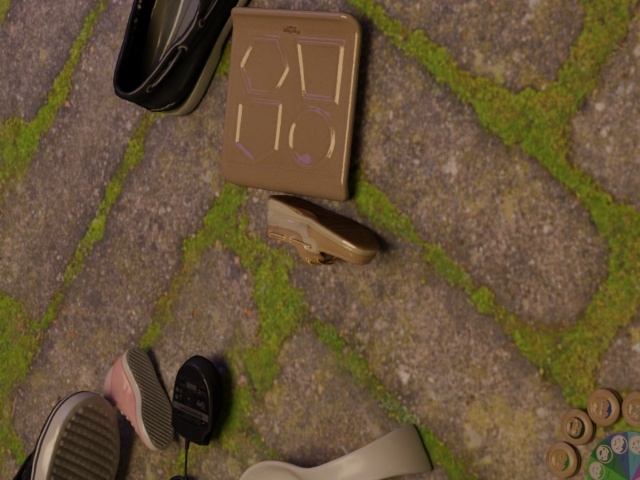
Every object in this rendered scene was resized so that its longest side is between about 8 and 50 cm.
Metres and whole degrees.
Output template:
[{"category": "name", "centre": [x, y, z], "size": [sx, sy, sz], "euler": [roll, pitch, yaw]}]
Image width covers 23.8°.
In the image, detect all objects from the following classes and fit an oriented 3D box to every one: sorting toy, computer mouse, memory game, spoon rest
[{"category": "sorting toy", "centre": [-0.031, -0.157, 1.723], "size": [0.193, 0.038, 0.208], "euler": [10, 102, 40]}, {"category": "computer mouse", "centre": [-0.150, 0.252, 1.832], "size": [0.071, 0.041, 0.242], "euler": [21, 111, 37]}, {"category": "memory game", "centre": [0.294, 0.234, 1.459], "size": [0.186, 0.012, 0.186], "euler": [0, 90, 41]}, {"category": "spoon rest", "centre": [-0.006, 0.283, 1.673], "size": [0.276, 0.084, 0.137], "euler": [-36, 68, 34]}]

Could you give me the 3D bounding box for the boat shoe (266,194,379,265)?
[{"category": "boat shoe", "centre": [0.000, 0.000, 1.681], "size": [0.170, 0.063, 0.059], "euler": [29, 112, 47]}]

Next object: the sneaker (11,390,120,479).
[{"category": "sneaker", "centre": [-0.341, 0.326, 1.920], "size": [0.127, 0.126, 0.321], "euler": [24, 114, 39]}]

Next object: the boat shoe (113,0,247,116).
[{"category": "boat shoe", "centre": [-0.160, -0.307, 1.776], "size": [0.127, 0.113, 0.340], "euler": [41, 116, 33]}]

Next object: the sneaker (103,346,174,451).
[{"category": "sneaker", "centre": [-0.228, 0.206, 1.886], "size": [0.070, 0.051, 0.134], "euler": [-36, 68, 41]}]
